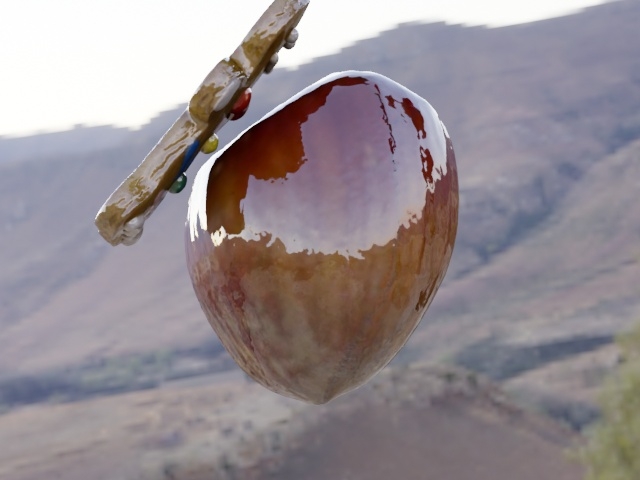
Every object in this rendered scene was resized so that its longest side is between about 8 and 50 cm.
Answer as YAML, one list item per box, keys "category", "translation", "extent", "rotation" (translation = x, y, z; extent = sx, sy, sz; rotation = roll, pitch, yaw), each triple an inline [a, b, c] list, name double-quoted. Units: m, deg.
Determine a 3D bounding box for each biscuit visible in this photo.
- category: "biscuit"
  translation: [-0.070, -0.079, 1.035]
  extent: [0.205, 0.031, 0.138]
  rotation: [-53, 1, -7]

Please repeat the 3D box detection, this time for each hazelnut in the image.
- category: "hazelnut"
  translation: [0.003, 0.000, 1.083]
  extent: [0.181, 0.181, 0.212]
  rotation: [-36, 2, -34]
